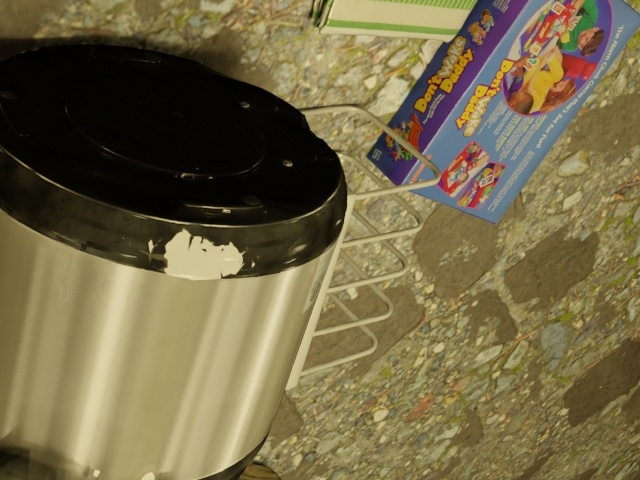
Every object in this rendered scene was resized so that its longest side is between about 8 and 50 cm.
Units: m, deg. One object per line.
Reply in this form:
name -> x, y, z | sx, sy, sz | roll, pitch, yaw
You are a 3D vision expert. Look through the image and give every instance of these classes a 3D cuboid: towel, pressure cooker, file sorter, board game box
towel -> 0.129, -0.377, 1.173 | 0.247, 0.038, 0.325 | -5, 126, -39
pressure cooker -> -0.194, 0.066, 1.032 | 0.369, 0.375, 0.420 | -9, 130, -39
file sorter -> 0.000, 0.000, 1.285 | 0.173, 0.193, 0.278 | -11, 132, -38
board game box -> 0.247, -0.202, 1.397 | 0.233, 0.078, 0.347 | 17, 113, -47

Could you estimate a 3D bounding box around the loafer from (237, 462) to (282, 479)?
loafer -> -0.125, 0.368, 1.627 | 0.148, 0.050, 0.056 | 20, 108, -31
